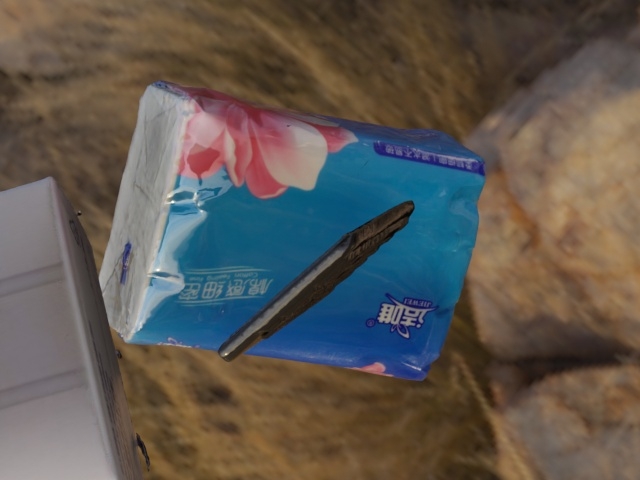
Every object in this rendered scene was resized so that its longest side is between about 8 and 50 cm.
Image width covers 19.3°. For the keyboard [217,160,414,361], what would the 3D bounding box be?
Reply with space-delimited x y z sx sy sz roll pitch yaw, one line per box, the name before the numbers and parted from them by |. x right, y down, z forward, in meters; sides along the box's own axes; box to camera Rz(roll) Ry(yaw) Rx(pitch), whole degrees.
keyboard | 0.009 0.010 1.123 0.103 0.041 0.381 -42 4 11

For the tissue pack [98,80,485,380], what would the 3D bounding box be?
tissue pack | -0.022 -0.001 1.492 0.137 0.269 0.209 42 119 60

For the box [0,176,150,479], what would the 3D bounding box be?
box | -0.237 0.101 1.072 0.251 0.106 0.203 -17 61 1
